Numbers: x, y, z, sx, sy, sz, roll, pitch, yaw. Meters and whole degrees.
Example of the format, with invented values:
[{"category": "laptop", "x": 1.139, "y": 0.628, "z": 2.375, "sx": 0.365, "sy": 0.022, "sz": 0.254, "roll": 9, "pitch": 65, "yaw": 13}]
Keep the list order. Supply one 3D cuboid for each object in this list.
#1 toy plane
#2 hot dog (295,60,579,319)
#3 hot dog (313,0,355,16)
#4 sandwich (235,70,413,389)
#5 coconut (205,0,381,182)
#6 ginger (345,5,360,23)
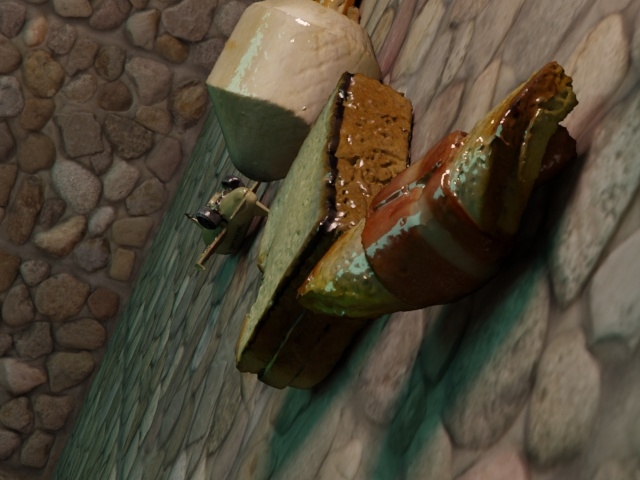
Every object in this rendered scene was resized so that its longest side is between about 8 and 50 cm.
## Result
[{"category": "toy plane", "x": -0.148, "y": -0.035, "z": 1.762, "sx": 0.242, "sy": 0.104, "sz": 0.256, "roll": -58, "pitch": 15, "yaw": -27}, {"category": "hot dog", "x": 0.094, "y": -0.011, "z": 0.785, "sx": 0.261, "sy": 0.093, "sz": 0.123, "roll": -39, "pitch": 19, "yaw": 34}, {"category": "hot dog", "x": 0.026, "y": -0.389, "z": 1.682, "sx": 0.109, "sy": 0.072, "sz": 0.270, "roll": 150, "pitch": 141, "yaw": -79}, {"category": "sandwich", "x": 0.001, "y": 0.001, "z": 1.112, "sx": 0.249, "sy": 0.095, "sz": 0.273, "roll": -57, "pitch": 16, "yaw": 36}, {"category": "coconut", "x": -0.039, "y": -0.176, "z": 1.336, "sx": 0.222, "sy": 0.202, "sz": 0.202, "roll": -67, "pitch": 13, "yaw": -5}, {"category": "ginger", "x": 0.038, "y": -0.306, "z": 1.604, "sx": 0.048, "sy": 0.030, "sz": 0.097, "roll": -25, "pitch": 33, "yaw": 28}]
